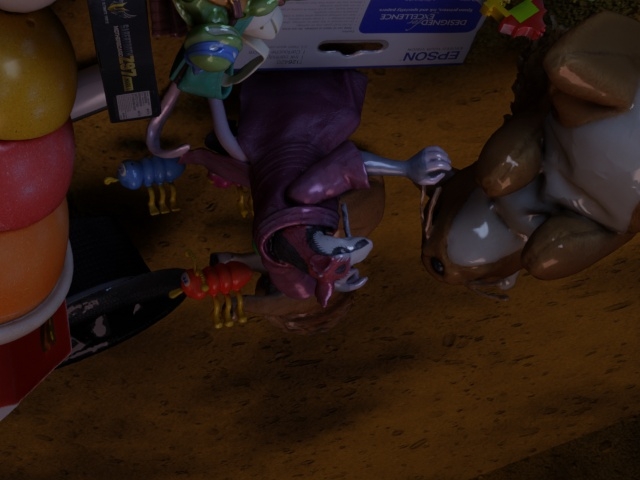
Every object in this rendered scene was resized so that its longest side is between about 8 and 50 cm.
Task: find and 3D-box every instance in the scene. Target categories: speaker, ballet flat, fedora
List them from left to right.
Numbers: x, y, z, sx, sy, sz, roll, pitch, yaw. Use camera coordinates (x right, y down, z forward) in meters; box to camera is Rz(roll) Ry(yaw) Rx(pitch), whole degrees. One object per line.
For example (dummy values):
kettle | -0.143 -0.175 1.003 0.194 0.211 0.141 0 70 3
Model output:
fedora | -0.336 0.064 2.261 0.334 0.152 0.334 -22 170 -4
speaker | -0.278 -0.168 2.002 0.136 0.055 0.055 -20 151 12
ballet flat | -0.087 -0.228 1.827 0.087 0.083 0.247 19 148 -11

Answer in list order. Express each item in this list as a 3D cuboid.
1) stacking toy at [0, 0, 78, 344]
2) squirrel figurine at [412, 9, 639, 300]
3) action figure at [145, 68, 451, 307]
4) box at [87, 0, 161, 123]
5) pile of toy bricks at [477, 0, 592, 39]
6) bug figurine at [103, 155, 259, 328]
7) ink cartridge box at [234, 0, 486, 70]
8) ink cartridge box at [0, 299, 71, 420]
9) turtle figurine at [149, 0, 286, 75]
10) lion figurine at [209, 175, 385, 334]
stacking toy | -0.359 -0.151 1.808 0.350 0.350 0.480 7 131 -31
squirrel figurine | 0.288 -0.090 1.987 0.281 0.397 0.370 46 132 -7
action figure | -0.032 -0.073 1.943 0.276 0.370 0.248 18 121 -17
box | -0.205 -0.256 1.736 0.059 0.183 0.232 -9 150 -6
pile of toy bricks | 0.277 -0.295 1.856 0.212 0.105 0.118 -35 164 -28
bug figurine | -0.125 -0.029 2.117 0.216 0.279 0.072 -15 142 -27
ink cartridge box | 0.057 -0.300 1.886 0.303 0.072 0.307 -3 152 -19
ink cartridge box | -0.453 0.087 2.127 0.091 0.308 0.385 12 143 -38
turtle figurine | -0.065 -0.306 1.595 0.198 0.266 0.274 -2 158 -9
lion figurine | 0.000 0.000 2.330 0.240 0.142 0.392 -1 146 -33
